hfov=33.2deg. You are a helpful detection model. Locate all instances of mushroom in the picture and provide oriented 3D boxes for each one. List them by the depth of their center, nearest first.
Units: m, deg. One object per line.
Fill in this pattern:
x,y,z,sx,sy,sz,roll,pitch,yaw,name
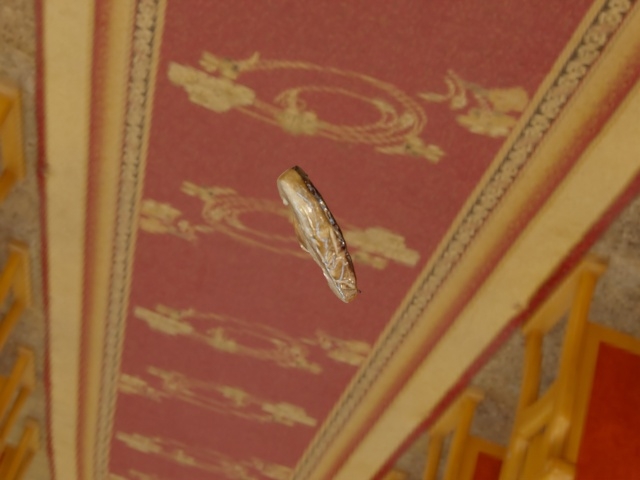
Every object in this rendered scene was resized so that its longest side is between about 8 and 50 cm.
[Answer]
0.000,0.000,0.647,0.049,0.019,0.101,40,159,57,mushroom
